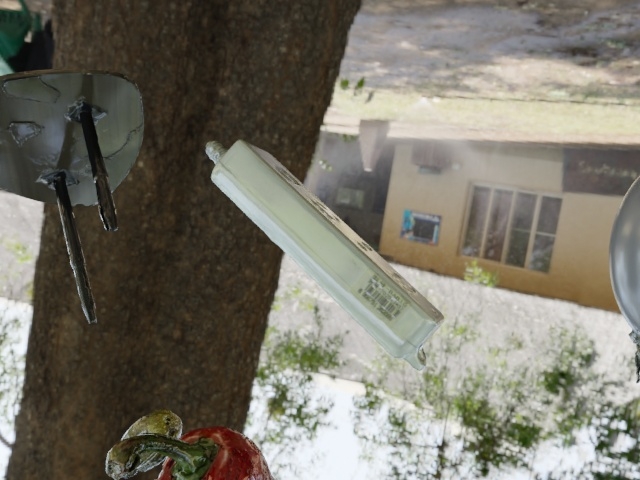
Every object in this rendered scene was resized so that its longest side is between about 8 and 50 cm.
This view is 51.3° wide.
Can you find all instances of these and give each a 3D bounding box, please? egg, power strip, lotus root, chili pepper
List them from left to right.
[{"bbox_3d":[-0.202,0.236,0.775,0.054,0.099,0.049,28,-162,-48],"label":"lotus root"},{"bbox_3d":[-0.070,0.283,0.681,0.110,0.110,0.387,15,147,44],"label":"chili pepper"},{"bbox_3d":[0.000,0.000,0.711,0.338,0.058,0.098,43,-170,14],"label":"power strip"},{"bbox_3d":[0.346,0.006,0.616,0.147,0.198,0.146,22,176,1],"label":"egg"}]

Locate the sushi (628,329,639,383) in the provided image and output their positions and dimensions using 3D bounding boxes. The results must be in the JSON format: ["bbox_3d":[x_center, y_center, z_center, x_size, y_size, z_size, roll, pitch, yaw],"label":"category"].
[{"bbox_3d":[0.542,0.027,0.924,0.176,0.417,0.417,6,-174,17],"label":"sushi"}]

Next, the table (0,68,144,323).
[{"bbox_3d":[-0.401,-0.049,0.924,0.318,0.249,0.317,-10,149,-6],"label":"table"}]
